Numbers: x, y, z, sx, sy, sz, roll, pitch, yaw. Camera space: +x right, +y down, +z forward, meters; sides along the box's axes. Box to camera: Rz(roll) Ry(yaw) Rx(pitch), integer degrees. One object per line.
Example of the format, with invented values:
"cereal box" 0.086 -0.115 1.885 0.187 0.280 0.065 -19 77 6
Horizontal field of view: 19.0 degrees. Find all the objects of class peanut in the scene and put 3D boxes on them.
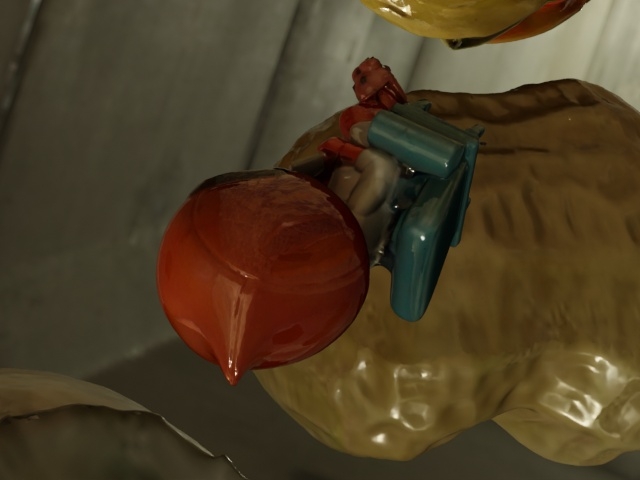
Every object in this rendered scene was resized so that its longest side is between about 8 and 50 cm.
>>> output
"peanut" 0.070 0.013 0.856 0.110 0.233 0.196 111 153 -51

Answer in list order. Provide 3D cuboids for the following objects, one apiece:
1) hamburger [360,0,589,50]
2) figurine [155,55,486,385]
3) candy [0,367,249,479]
"hamburger" 0.082 -0.179 0.981 0.115 0.162 0.162 -2 -68 -64
"figurine" 0.000 0.000 0.643 0.140 0.075 0.068 -41 -26 -40
"candy" -0.095 0.265 0.814 0.186 0.427 0.386 -28 35 37
